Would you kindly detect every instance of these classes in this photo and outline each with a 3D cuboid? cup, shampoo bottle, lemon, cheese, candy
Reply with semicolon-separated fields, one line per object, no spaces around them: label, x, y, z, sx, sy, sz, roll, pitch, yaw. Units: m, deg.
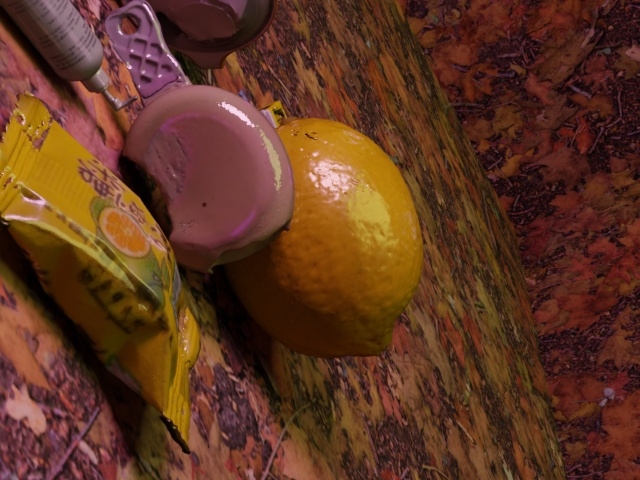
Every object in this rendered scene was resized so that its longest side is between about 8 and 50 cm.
cup;-0.133;-0.344;1.510;0.226;0.182;0.264;88;6;-51
shampoo bottle;-0.247;-0.194;1.191;0.195;0.056;0.056;56;19;-38
lemon;-0.002;-0.004;1.414;0.263;0.236;0.236;59;10;30
cheese;-0.139;-0.111;1.279;0.286;0.163;0.082;60;2;1
candy;-0.181;0.022;1.059;0.297;0.081;0.187;59;16;-26

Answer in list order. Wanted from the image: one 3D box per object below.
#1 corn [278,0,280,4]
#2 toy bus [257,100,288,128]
corn;-0.159;-0.453;1.749;0.317;0.115;0.115;61;17;-20
toy bus;-0.049;-0.065;1.640;0.226;0.081;0.074;69;20;-7
